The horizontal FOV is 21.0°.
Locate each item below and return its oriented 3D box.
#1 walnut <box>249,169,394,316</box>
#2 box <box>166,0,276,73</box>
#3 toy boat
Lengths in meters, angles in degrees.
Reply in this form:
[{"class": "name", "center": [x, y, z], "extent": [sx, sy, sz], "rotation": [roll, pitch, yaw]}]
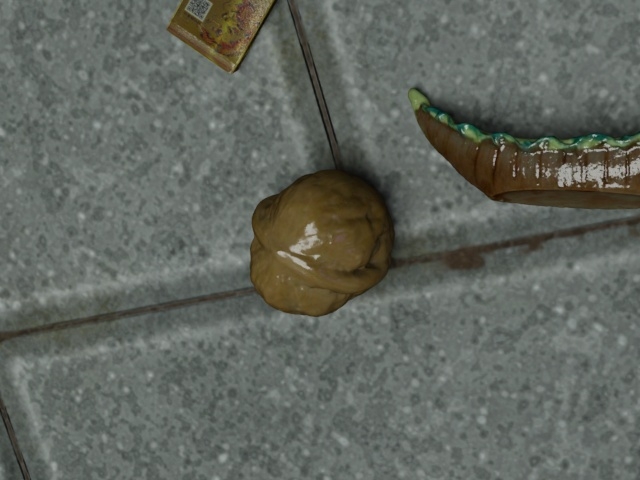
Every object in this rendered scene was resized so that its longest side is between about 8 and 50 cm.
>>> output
[{"class": "walnut", "center": [0.000, 0.000, 1.757], "extent": [0.149, 0.166, 0.166], "rotation": [41, 118, 25]}, {"class": "box", "center": [-0.087, -0.257, 1.771], "extent": [0.089, 0.022, 0.156], "rotation": [34, 116, 7]}, {"class": "toy boat", "center": [0.213, -0.083, 1.691], "extent": [0.293, 0.108, 0.099], "rotation": [10, 78, 21]}]
